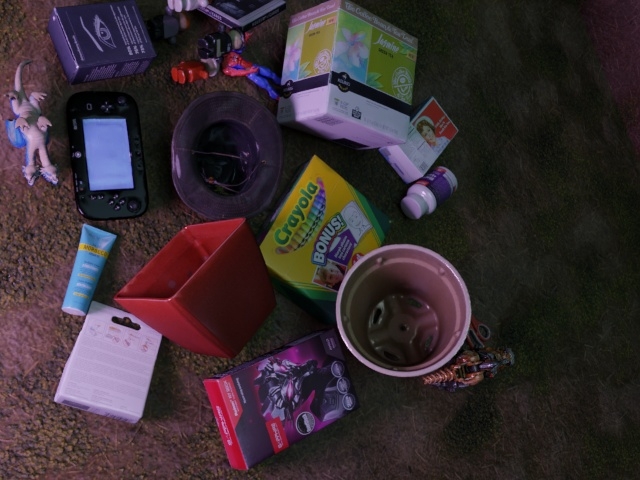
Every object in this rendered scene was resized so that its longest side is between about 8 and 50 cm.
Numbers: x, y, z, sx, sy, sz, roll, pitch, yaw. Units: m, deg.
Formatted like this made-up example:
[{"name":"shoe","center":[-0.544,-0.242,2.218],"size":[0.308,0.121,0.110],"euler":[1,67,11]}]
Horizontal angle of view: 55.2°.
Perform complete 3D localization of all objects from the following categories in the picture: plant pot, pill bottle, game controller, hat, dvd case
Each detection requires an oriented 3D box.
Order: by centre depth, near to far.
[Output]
[{"name":"plant pot","center":[-0.265,0.129,1.438],"size":[0.267,0.267,0.236],"euler":[-51,119,-33]},{"name":"game controller","center":[-0.510,-0.204,1.466],"size":[0.166,0.067,0.320],"euler":[-4,80,-33]},{"name":"hat","center":[-0.251,-0.216,1.593],"size":[0.331,0.134,0.332],"euler":[-3,98,-25]},{"name":"plant pot","center":[0.224,0.213,1.651],"size":[0.333,0.305,0.334],"euler":[-3,72,8]},{"name":"dvd case","center":[-0.241,-0.661,1.686],"size":[0.238,0.030,0.179],"euler":[34,55,19]},{"name":"pill bottle","center":[0.346,-0.150,1.969],"size":[0.193,0.108,0.108],"euler":[-39,100,-33]}]

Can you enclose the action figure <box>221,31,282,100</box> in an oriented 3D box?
[{"name":"action figure","center":[-0.164,-0.483,1.713],"size":[0.280,0.139,0.092],"euler":[22,68,-24]}]

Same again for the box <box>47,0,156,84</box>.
[{"name":"box","center":[-0.532,-0.484,1.492],"size":[0.207,0.108,0.153],"euler":[-20,90,-33]}]

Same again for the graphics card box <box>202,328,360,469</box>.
[{"name":"graphics card box","center":[-0.090,0.397,1.576],"size":[0.370,0.094,0.233],"euler":[-18,88,-35]}]

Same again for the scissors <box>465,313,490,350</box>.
[{"name":"scissors","center":[0.469,0.236,2.009],"size":[0.109,0.021,0.297],"euler":[-41,103,-30]}]

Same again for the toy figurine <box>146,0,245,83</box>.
[{"name":"toy figurine","center":[-0.319,-0.534,1.581],"size":[0.148,0.213,0.210],"euler":[-36,96,-42]}]

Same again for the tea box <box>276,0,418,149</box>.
[{"name":"tea box","center":[0.081,-0.459,1.748],"size":[0.328,0.219,0.324],"euler":[10,84,-41]}]

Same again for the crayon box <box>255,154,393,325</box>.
[{"name":"crayon box","center":[0.000,0.000,1.716],"size":[0.313,0.106,0.363],"euler":[39,62,-19]}]

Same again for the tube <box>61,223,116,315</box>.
[{"name":"tube","center":[-0.535,0.068,1.404],"size":[0.080,0.052,0.207],"euler":[27,59,-35]}]

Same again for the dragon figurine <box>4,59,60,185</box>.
[{"name":"dragon figurine","center":[-0.656,-0.260,1.375],"size":[0.085,0.144,0.289],"euler":[-14,67,-32]}]

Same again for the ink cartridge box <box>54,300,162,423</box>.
[{"name":"ink cartridge box","center":[-0.475,0.279,1.399],"size":[0.189,0.066,0.233],"euler":[25,46,-25]}]

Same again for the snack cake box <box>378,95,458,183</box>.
[{"name":"snack cake box","center":[0.326,-0.331,2.010],"size":[0.152,0.089,0.264],"euler":[48,58,-12]}]

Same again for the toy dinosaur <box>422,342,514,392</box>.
[{"name":"toy dinosaur","center":[0.433,0.371,1.837],"size":[0.321,0.218,0.165],"euler":[16,72,-29]}]
